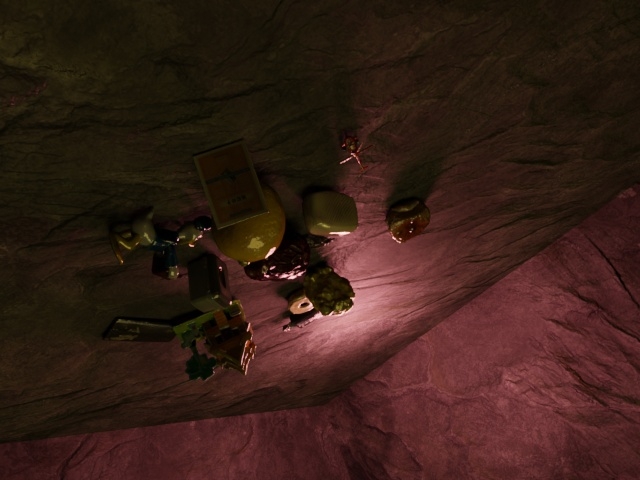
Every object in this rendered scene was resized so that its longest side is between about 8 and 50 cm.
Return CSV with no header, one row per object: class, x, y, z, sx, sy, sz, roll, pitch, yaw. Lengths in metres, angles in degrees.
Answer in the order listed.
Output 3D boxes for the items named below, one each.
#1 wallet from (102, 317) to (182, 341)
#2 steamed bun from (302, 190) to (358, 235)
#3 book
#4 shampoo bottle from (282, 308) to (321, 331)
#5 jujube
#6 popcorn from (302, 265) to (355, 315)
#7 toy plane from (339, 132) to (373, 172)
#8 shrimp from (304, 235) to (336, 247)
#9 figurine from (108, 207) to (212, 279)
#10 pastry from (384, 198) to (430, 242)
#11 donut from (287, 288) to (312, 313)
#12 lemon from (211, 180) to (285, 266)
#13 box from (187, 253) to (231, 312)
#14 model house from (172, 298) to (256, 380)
wallet,-0.804,0.417,2.169,0.321,0.044,0.170,14,134,-43
steamed bun,0.024,-0.093,1.846,0.239,0.170,0.152,3,159,-36
book,-0.276,-0.174,1.471,0.170,0.241,0.018,-20,176,-5
shampoo bottle,-0.076,0.411,2.602,0.309,0.071,0.098,-32,150,17
jujube,-0.175,0.066,1.847,0.216,0.216,0.342,-38,170,22
popcorn,0.045,0.258,2.284,0.242,0.250,0.235,6,130,-40
toy plane,0.130,-0.311,1.672,0.126,0.077,0.194,-36,154,26
shrimp,0.000,0.000,2.058,0.165,0.056,0.065,-15,141,-18
figurine,-0.518,0.017,1.638,0.338,0.204,0.283,-26,124,-20
pastry,0.385,-0.083,2.140,0.218,0.100,0.229,-7,143,-25
donut,-0.092,0.305,2.439,0.174,0.068,0.174,-15,145,-10
lemon,-0.240,-0.067,1.597,0.260,0.284,0.260,-8,150,-4
box,-0.441,0.170,1.889,0.129,0.210,0.148,-19,148,7
model house,-0.476,0.498,2.220,0.358,0.313,0.242,-22,146,-15
